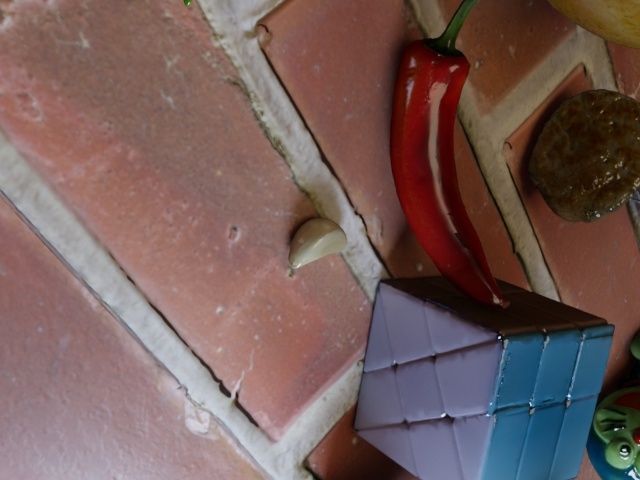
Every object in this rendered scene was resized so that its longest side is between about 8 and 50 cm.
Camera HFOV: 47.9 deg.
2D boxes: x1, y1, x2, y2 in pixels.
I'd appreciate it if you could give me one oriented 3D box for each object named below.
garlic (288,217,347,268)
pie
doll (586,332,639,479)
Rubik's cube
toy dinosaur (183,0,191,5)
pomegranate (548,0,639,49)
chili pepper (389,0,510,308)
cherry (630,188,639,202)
[{"bbox_3d":[0.000,0.000,0.844,0.083,0.041,0.053,-15,118,-41],"label":"garlic"},{"bbox_3d":[0.387,-0.117,1.023,0.193,0.163,0.079,-58,148,1],"label":"pie"},{"bbox_3d":[0.600,0.334,1.301,0.322,0.198,0.186,-47,139,-27],"label":"doll"},{"bbox_3d":[0.205,0.183,0.938,0.224,0.221,0.231,0,105,-37],"label":"Rubik's cube"},{"bbox_3d":[-0.128,-0.245,0.569,0.194,0.177,0.152,-5,126,11],"label":"toy dinosaur"},{"bbox_3d":[0.377,-0.406,0.778,0.416,0.416,0.417,-12,112,-33],"label":"pomegranate"},{"bbox_3d":[0.150,-0.102,0.864,0.092,0.137,0.368,-30,116,-60],"label":"chili pepper"},{"bbox_3d":[0.618,-0.116,1.173,0.266,0.183,0.213,-51,131,-9],"label":"cherry"}]
